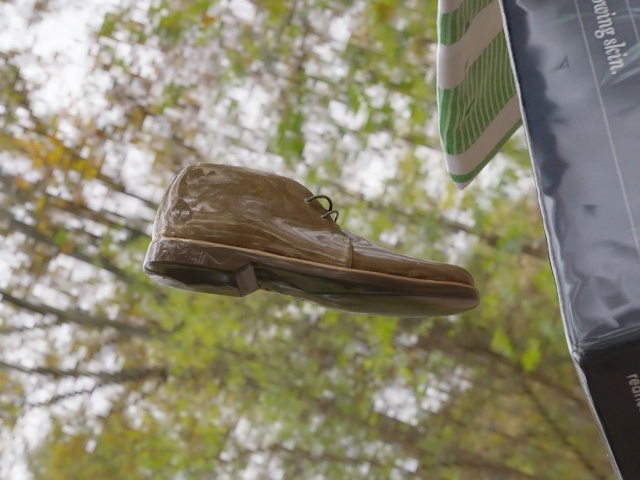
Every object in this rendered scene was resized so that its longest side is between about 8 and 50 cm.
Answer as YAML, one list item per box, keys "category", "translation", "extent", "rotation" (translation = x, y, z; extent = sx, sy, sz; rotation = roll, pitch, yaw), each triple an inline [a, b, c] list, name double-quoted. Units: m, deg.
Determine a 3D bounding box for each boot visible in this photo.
- category: "boot"
  translation: [0.000, 0.000, 1.424]
  extent: [0.112, 0.305, 0.115]
  rotation: [103, 178, -69]

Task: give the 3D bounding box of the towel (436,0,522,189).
- category: "towel"
  translation: [0.174, -0.218, 1.272]
  extent: [0.248, 0.038, 0.325]
  rotation: [-45, -28, -29]

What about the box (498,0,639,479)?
- category: "box"
  translation: [0.370, -0.076, 0.917]
  extent: [0.480, 0.471, 0.297]
  rotation: [-93, -17, -47]
